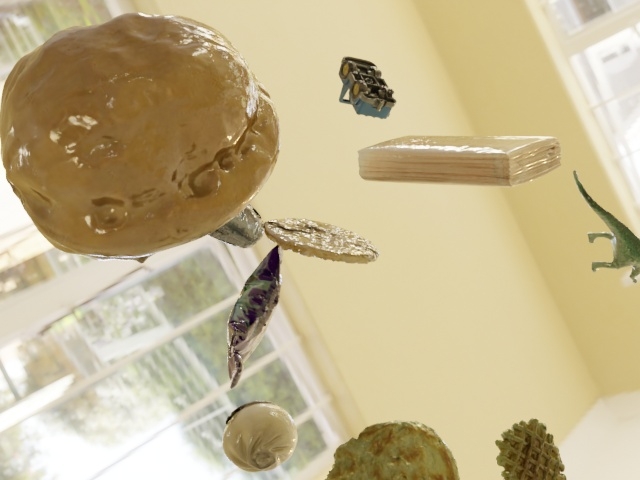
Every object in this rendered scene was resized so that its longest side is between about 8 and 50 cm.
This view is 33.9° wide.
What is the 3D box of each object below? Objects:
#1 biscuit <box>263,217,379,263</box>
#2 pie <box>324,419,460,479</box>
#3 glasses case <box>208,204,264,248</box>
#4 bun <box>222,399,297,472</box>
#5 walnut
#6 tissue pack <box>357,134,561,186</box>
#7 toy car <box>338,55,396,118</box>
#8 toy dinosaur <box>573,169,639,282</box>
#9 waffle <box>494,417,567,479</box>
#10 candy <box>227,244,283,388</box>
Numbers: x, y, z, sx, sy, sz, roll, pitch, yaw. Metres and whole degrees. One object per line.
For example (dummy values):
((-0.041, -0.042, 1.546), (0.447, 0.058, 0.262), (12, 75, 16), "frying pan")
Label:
((0.000, -0.001, 1.878), (0.220, 0.033, 0.220), (12, -165, -3), "biscuit")
((0.117, 0.418, 1.815), (0.248, 0.201, 0.090), (-22, 165, -4), "pie")
((-0.230, -0.070, 1.977), (0.067, 0.283, 0.109), (-48, -151, 33), "glasses case")
((-0.134, 0.459, 2.380), (0.173, 0.172, 0.120), (-26, -145, 2), "bun")
((-0.259, -0.148, 1.469), (0.384, 0.383, 0.383), (-26, -177, 1), "walnut")
((0.239, -0.144, 1.848), (0.325, 0.071, 0.170), (5, -164, 43), "tissue pack")
((0.103, -0.354, 2.513), (0.097, 0.191, 0.100), (7, 130, -28), "toy car")
((0.582, 0.003, 2.149), (0.129, 0.383, 0.076), (-31, -139, 36), "toy dinosaur")
((0.459, 0.485, 2.297), (0.169, 0.183, 0.036), (-21, 175, -32), "waffle")
((-0.116, 0.130, 1.861), (0.145, 0.070, 0.275), (102, 7, -46), "candy")
